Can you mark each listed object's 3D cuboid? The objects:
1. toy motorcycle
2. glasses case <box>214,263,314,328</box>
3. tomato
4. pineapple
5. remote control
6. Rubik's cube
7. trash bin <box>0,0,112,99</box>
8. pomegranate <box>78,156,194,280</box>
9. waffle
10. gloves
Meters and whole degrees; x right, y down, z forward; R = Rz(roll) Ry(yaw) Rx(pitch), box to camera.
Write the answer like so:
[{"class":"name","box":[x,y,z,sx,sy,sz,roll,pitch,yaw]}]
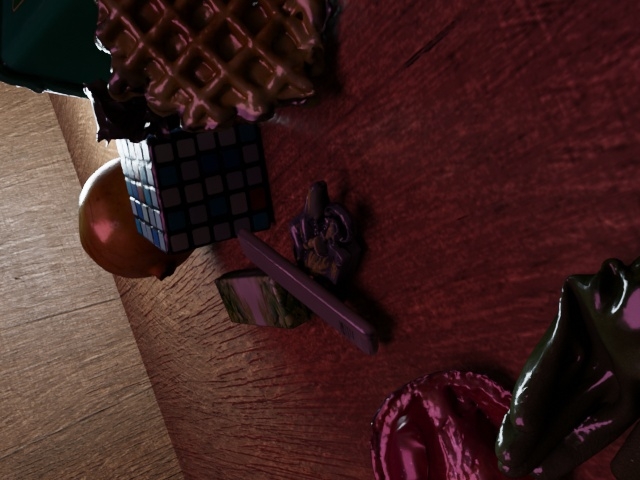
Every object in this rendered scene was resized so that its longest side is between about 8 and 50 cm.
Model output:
[{"class":"toy motorcycle","box":[0.000,0.000,0.807,0.124,0.061,0.193,45,150,29]},{"class":"glasses case","box":[-0.101,0.094,1.042,0.272,0.062,0.095,-8,105,62]},{"class":"tomato","box":[0.154,0.225,0.640,0.189,0.099,0.173,-17,73,23]},{"class":"pineapple","box":[-0.196,-0.203,0.837,0.128,0.248,0.128,43,144,42]},{"class":"remote control","box":[-0.019,0.064,0.828,0.261,0.029,0.067,36,157,29]},{"class":"Rubik's cube","box":[-0.207,-0.101,0.986,0.182,0.184,0.187,23,124,55]},{"class":"trash bin","box":[-0.327,-0.377,0.935,0.381,0.295,0.259,-7,82,51]},{"class":"pomegranate","box":[-0.365,-0.038,1.234,0.264,0.264,0.264,38,137,46]},{"class":"waffle","box":[-0.130,-0.286,0.702,0.073,0.298,0.316,-52,-36,-74]},{"class":"gloves","box":[0.219,0.086,0.429,0.135,0.107,0.268,45,125,27]}]
